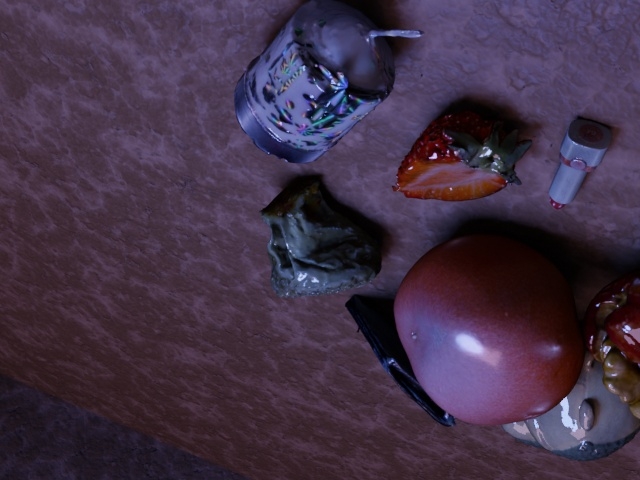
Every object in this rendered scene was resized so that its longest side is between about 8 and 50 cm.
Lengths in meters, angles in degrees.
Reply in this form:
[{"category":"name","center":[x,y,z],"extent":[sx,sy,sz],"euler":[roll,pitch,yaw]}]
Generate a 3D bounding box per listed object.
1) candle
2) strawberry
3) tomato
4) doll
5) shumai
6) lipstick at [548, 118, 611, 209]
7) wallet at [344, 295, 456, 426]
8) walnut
[{"category":"candle","center":[0.014,-0.250,1.179],"extent":[0.187,0.187,0.330],"euler":[37,143,-14]},{"category":"strawberry","center":[0.218,-0.127,1.289],"extent":[0.174,0.098,0.228],"euler":[16,160,-13]},{"category":"tomato","center":[0.277,0.163,1.409],"extent":[0.341,0.273,0.341],"euler":[22,117,52]},{"category":"doll","center":[0.468,0.310,1.585],"extent":[0.247,0.247,0.349],"euler":[31,161,-6]},{"category":"shumai","center":[0.000,0.000,1.575],"extent":[0.225,0.222,0.261],"euler":[-12,169,9]},{"category":"lipstick","center":[0.386,-0.101,1.239],"extent":[0.063,0.057,0.186],"euler":[19,148,11]},{"category":"wallet","center":[0.155,0.233,1.640],"extent":[0.191,0.046,0.379],"euler":[41,-173,-16]},{"category":"walnut","center":[0.544,0.169,1.301],"extent":[0.269,0.244,0.222],"euler":[20,-179,-21]}]
